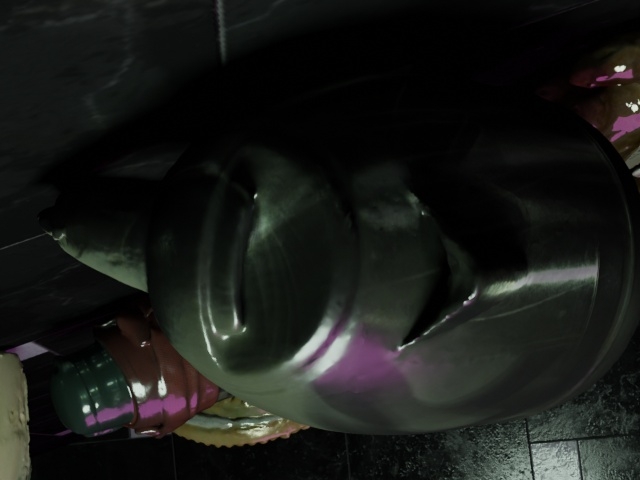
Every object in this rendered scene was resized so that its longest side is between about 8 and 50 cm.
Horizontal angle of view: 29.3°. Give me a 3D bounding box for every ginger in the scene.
[{"bbox_3d":[0.214,-0.095,0.951,0.166,0.080,0.333,-6,160,-46],"label":"ginger"}]

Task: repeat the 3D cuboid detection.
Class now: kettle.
[{"bbox_3d":[0.000,0.000,0.746,0.321,0.228,0.324,12,-174,33],"label":"kettle"}]

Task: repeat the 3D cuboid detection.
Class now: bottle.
[{"bbox_3d":[-0.151,0.125,1.290,0.271,0.156,0.143,-20,-163,-26],"label":"bottle"}]

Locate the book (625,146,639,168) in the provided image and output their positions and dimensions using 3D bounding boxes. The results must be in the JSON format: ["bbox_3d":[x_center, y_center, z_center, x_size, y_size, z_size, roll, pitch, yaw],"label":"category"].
[{"bbox_3d":[0.184,-0.067,1.170,0.282,0.025,0.215,-4,163,-35],"label":"book"}]

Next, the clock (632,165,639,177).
[{"bbox_3d":[0.461,-0.124,1.448,0.151,0.062,0.191,-15,171,-35],"label":"clock"}]

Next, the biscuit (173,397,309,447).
[{"bbox_3d":[-0.078,0.143,1.452,0.259,0.079,0.259,-7,-151,4],"label":"biscuit"}]

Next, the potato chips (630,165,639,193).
[{"bbox_3d":[0.497,-0.096,1.768,0.201,0.049,0.150,-22,177,-6],"label":"potato chips"}]

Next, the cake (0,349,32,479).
[{"bbox_3d":[-0.448,0.177,1.272,0.283,0.172,0.158,12,177,22],"label":"cake"}]
